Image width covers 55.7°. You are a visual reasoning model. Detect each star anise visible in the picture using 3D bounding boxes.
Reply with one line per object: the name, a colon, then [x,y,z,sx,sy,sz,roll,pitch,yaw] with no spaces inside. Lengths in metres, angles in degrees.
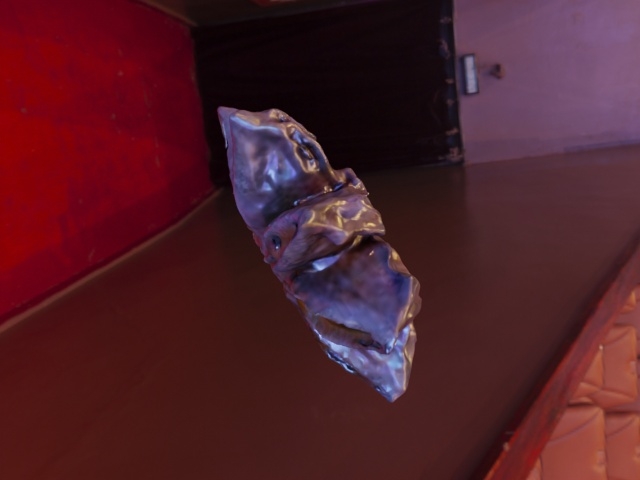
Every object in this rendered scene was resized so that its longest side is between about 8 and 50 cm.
star anise: [0.001,0.002,0.592,0.332,0.117,0.332,55,-3,5]
